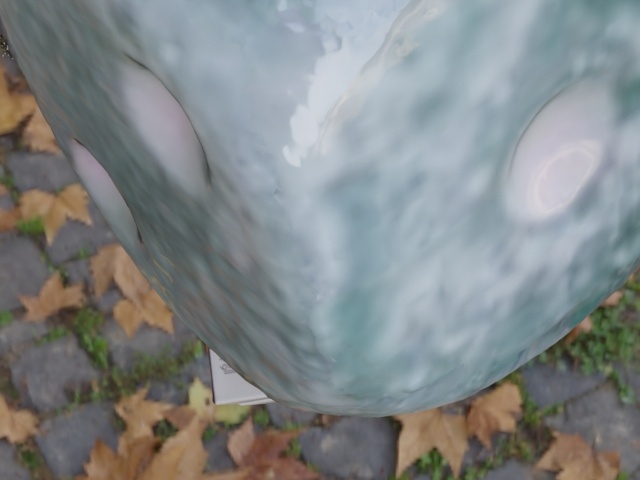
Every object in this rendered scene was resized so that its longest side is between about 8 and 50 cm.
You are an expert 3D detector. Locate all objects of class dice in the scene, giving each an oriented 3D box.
[{"bbox_3d":[0.018,-0.126,0.790,0.328,0.330,0.348,-33,49,-19],"label":"dice"}]

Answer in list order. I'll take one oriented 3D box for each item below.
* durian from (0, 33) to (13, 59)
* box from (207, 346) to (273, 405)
[{"bbox_3d":[-0.265,-0.267,1.362,0.196,0.167,0.196,-29,28,18],"label":"durian"},{"bbox_3d":[0.000,0.000,1.109,0.194,0.111,0.261,-12,78,33],"label":"box"}]
